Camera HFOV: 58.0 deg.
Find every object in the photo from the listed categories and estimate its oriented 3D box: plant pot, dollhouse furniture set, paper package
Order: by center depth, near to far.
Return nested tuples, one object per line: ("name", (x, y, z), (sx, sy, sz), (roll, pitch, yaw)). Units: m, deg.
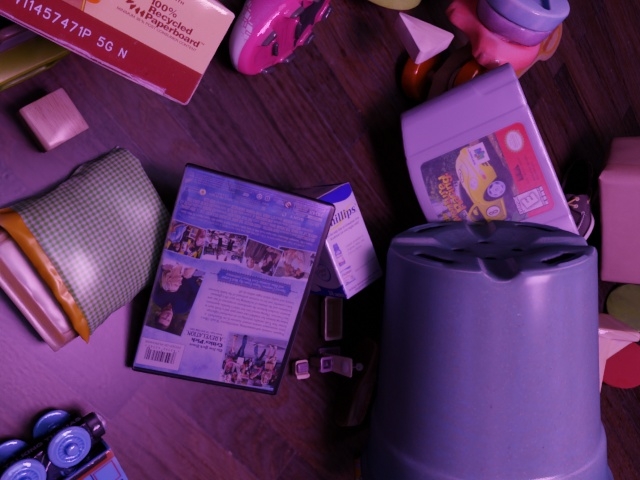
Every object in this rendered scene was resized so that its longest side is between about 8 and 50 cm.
("dollhouse furniture set", (-0.250, -0.048, 0.571), (0.197, 0.151, 0.301), (-42, 114, -30))
("plant pot", (0.219, 0.159, 0.771), (0.341, 0.341, 0.334), (-13, 108, -37))
("dollhouse furniture set", (0.016, 0.138, 0.817), (0.091, 0.081, 0.114), (1, 89, -37))
("paper package", (0.744, -0.054, 1.165), (0.168, 0.325, 0.309), (-58, 140, -36))

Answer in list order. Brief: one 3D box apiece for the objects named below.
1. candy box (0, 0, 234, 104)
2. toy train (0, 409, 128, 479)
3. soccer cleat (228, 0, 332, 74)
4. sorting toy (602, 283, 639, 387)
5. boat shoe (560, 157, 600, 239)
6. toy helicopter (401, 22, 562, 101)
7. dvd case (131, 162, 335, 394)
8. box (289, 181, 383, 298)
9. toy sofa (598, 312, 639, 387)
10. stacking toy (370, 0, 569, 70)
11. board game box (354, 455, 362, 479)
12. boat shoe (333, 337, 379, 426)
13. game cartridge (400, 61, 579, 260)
("candy box", (-0.208, -0.245, 0.508), (0.183, 0.316, 0.087), (23, 109, -35))
("toy train", (-0.294, 0.256, 0.585), (0.184, 0.080, 0.105), (-33, 115, -33))
("soccer cleat", (-0.038, -0.366, 0.777), (0.143, 0.116, 0.331), (37, 77, 7))
("sorting toy", (0.734, 0.207, 1.373), (0.365, 0.127, 0.126), (-58, 150, -25))
("boat shoe", (0.532, -0.077, 1.215), (0.068, 0.081, 0.227), (46, 57, -26))
("toy helicopter", (0.311, -0.271, 1.003), (0.355, 0.140, 0.235), (-41, 133, -20))
("dvd case", (-0.102, 0.054, 0.682), (0.180, 0.022, 0.253), (15, 100, -17))
("box", (0.000, 0.000, 0.778), (0.072, 0.126, 0.137), (-31, 107, -31))
("toy sofa", (0.443, 0.305, 1.069), (0.177, 0.150, 0.362), (7, 97, 7))
("stacking toy", (0.203, -0.397, 0.845), (0.280, 0.130, 0.309), (-15, 62, -30))
("board game box", (0.112, 0.388, 0.843), (0.026, 0.154, 0.103), (-6, 93, -38))
("boat shoe", (0.061, 0.215, 0.875), (0.045, 0.050, 0.135), (24, 85, -38))
("game cartridge", (0.242, -0.085, 0.859), (0.294, 0.196, 0.060), (62, 21, -13))
